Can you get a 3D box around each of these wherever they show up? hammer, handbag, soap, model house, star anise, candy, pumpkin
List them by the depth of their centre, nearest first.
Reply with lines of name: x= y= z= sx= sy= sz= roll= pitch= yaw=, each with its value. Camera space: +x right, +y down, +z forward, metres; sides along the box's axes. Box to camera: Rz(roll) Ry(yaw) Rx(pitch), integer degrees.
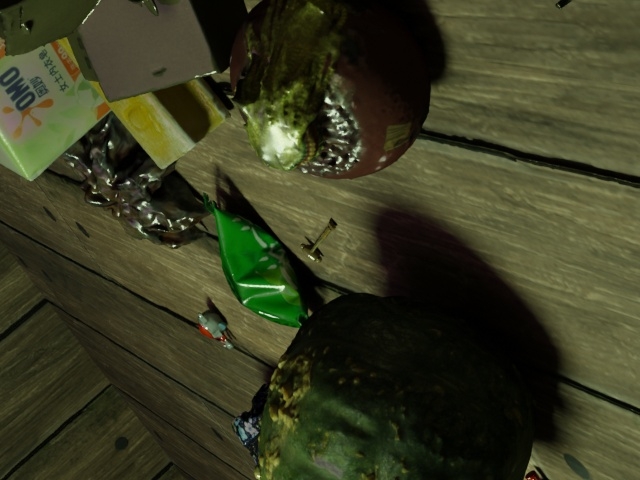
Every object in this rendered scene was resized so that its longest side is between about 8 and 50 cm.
model house: x=-0.153 y=-0.212 z=1.109 sx=0.243 sy=0.204 sz=0.211 roll=20 pitch=135 yaw=65
pumpkin: x=0.065 y=0.205 z=1.382 sx=0.257 sy=0.292 sz=0.328 roll=25 pitch=165 yaw=19
soap: x=-0.201 y=-0.191 z=1.539 sx=0.232 sy=0.073 sz=0.140 roll=52 pitch=159 yaw=-7
hammer: x=0.000 y=0.000 z=1.562 sx=0.029 sy=0.014 sz=0.123 roll=39 pitch=162 yaw=1
soap: x=-0.336 y=-0.203 z=1.660 sx=0.138 sy=0.182 sz=0.199 roll=31 pitch=157 yaw=43
candy: x=-0.076 y=0.037 z=1.730 sx=0.203 sy=0.078 sz=0.141 roll=52 pitch=163 yaw=6
star anise: x=-0.252 y=-0.076 z=1.871 sx=0.236 sy=0.109 sz=0.223 roll=44 pitch=167 yaw=7
handbag: x=-0.037 y=0.306 z=2.130 sx=0.208 sy=0.126 sz=0.229 roll=52 pitch=164 yaw=12

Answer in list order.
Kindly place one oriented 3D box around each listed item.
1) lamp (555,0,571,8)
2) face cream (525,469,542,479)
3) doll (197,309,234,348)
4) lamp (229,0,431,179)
lamp: x=0.115 y=-0.188 z=0.838 sx=0.121 sy=0.041 sz=0.054 roll=54 pitch=171 yaw=-7
face cream: x=0.244 y=0.277 z=1.549 sx=0.083 sy=0.021 sz=0.040 roll=52 pitch=163 yaw=-12
doll: x=-0.160 y=0.129 z=2.200 sx=0.114 sy=0.039 sz=0.057 roll=66 pitch=-175 yaw=-64
lamp: x=0.000 y=-0.109 z=1.083 sx=0.157 sy=0.135 sz=0.156 roll=37 pitch=142 yaw=-13
